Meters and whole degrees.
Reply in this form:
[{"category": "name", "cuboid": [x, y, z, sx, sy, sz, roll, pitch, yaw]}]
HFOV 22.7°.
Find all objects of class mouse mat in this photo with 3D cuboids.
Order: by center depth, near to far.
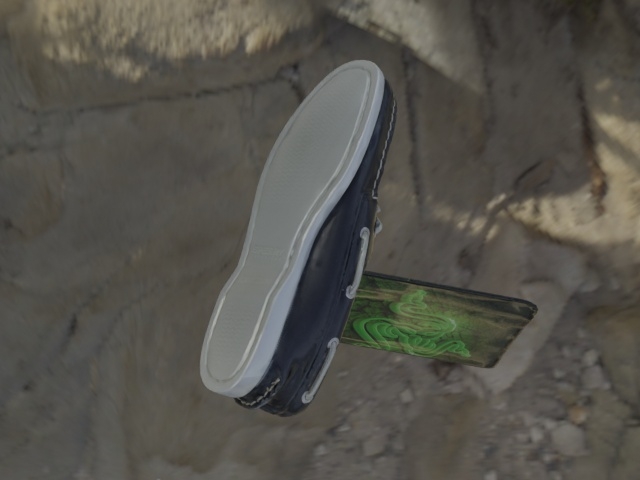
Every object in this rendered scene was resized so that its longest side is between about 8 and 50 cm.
[{"category": "mouse mat", "cuboid": [0.060, 0.055, 1.096, 0.153, 0.189, 0.007, 10, 73, 0]}]

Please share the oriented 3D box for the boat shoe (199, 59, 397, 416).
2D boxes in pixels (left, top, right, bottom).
[{"category": "boat shoe", "cuboid": [0.000, 0.000, 0.547, 0.038, 0.046, 0.125, 28, 77, -35]}]
